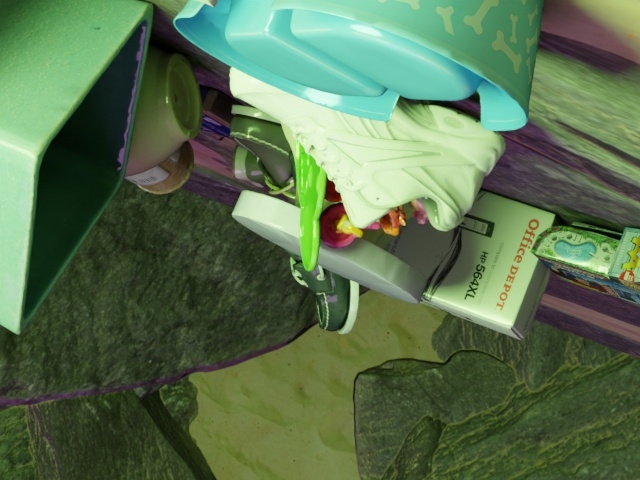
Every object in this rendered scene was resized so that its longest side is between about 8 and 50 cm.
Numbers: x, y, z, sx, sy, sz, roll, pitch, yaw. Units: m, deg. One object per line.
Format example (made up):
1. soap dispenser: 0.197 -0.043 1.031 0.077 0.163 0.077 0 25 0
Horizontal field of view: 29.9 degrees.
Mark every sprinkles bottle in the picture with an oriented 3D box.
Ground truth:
1. sprinkles bottle: -0.303 -0.160 1.898 0.121 0.121 0.355 21 176 11

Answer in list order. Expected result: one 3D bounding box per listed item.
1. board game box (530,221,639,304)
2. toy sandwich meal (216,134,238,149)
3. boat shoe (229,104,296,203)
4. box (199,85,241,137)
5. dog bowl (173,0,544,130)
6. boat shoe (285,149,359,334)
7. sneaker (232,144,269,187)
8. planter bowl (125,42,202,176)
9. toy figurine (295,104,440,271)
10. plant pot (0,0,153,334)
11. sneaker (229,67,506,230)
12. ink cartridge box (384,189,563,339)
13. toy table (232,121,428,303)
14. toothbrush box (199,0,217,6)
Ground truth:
1. board game box: 0.341 0.026 1.322 0.194 0.060 0.194 19 174 26
2. toy sandwich meal: -0.118 -0.147 1.714 0.085 0.029 0.085 22 176 2
3. boat shoe: -0.013 -0.086 1.521 0.109 0.091 0.305 19 175 40
4. box: -0.182 -0.181 1.585 0.225 0.037 0.136 21 176 36
5. dog bowl: 0.023 -0.138 0.754 0.166 0.074 0.297 24 176 -29
6. boat shoe: 0.000 0.000 1.477 0.091 0.303 0.114 -7 -141 -10
7. sneaker: -0.052 -0.102 1.659 0.086 0.064 0.192 5 -176 16
8. planter bowl: -0.198 -0.154 1.334 0.109 0.162 0.162 -8 167 16
9. toy figurine: 0.065 -0.058 1.069 0.159 0.173 0.130 -1 -170 -10
10. plant pot: -0.334 -0.113 1.133 0.252 0.248 0.247 22 135 3
11. sneaker: 0.030 -0.072 0.947 0.232 0.115 0.090 20 177 -11
12. ink cartridge box: 0.171 0.013 1.437 0.203 0.148 0.086 19 173 23
13. toy table: 0.036 -0.051 1.238 0.252 0.161 0.274 21 175 24
14. toothbrush box: -0.175 -0.215 0.464 0.283 0.122 0.206 19 176 19
